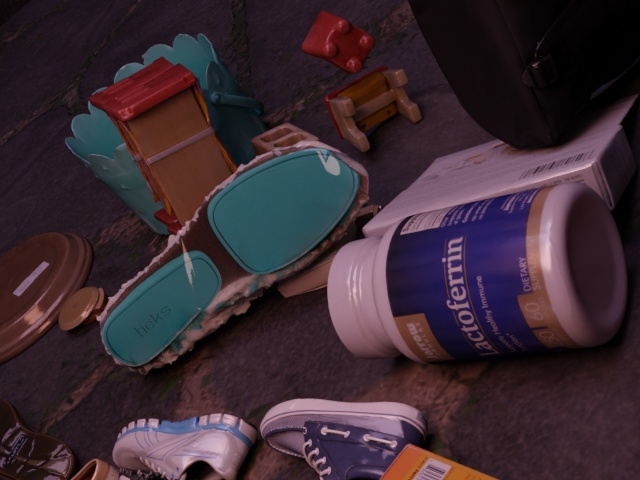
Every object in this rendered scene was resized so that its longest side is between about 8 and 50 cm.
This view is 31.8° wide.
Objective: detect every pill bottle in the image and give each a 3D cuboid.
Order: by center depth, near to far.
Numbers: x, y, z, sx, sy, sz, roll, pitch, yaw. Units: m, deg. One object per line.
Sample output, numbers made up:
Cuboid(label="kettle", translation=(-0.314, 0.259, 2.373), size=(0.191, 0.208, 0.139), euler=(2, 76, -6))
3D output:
Cuboid(label="pill bottle", translation=(0.146, 0.040, 1.087), size=(0.264, 0.153, 0.153), euler=(-12, 40, 37))

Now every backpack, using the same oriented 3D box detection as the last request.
Cuboid(label="backpack", translation=(0.268, -0.302, 1.283), size=(0.355, 0.290, 0.273), euler=(-35, 16, -20))

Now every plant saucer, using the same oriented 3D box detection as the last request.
Cuboid(label="plant saucer", translation=(-0.479, 0.084, 1.772), size=(0.277, 0.041, 0.278), euler=(-26, 33, 18))

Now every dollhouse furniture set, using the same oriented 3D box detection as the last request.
Cuboid(label="dollhouse furniture set", translation=(-0.082, -0.177, 1.479), size=(0.374, 0.201, 0.152), euler=(-30, 25, -13))

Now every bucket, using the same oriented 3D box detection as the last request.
Cuboid(label="bucket", translation=(-0.217, -0.156, 1.675), size=(0.281, 0.183, 0.281), euler=(-26, 34, 19))

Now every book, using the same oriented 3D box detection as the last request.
Cuboid(label="book", translation=(0.000, 0.000, 1.402), size=(0.096, 0.035, 0.144), euler=(-22, 35, 30))

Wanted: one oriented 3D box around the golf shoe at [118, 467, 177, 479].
Cuboid(label="golf shoe", translation=(-0.149, 0.294, 1.116), size=(0.198, 0.077, 0.094), euler=(24, 88, 43))

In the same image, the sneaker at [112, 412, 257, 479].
Cuboid(label="sneaker", translation=(-0.160, 0.241, 1.225), size=(0.190, 0.071, 0.083), euler=(-15, 44, 33))

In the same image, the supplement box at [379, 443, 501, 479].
Cuboid(label="supplement box", translation=(0.143, 0.243, 0.905), size=(0.080, 0.078, 0.233), euler=(-47, 33, -20))

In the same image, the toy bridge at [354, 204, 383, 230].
Cuboid(label="toy bridge", translation=(0.059, 0.022, 1.318), size=(0.063, 0.026, 0.188), euler=(-17, 37, 27))

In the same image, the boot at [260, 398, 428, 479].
Cuboid(label="boot", translation=(0.009, 0.206, 1.092), size=(0.190, 0.069, 0.086), euler=(-10, 39, 35))

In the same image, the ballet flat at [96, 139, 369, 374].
Cuboid(label="ballet flat", translation=(-0.106, 0.011, 1.377), size=(0.409, 0.147, 0.147), euler=(-36, 31, 18))

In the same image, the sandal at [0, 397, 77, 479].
Cuboid(label="sandal", translation=(-0.379, 0.267, 1.428), size=(0.219, 0.060, 0.090), euler=(15, 64, 36))

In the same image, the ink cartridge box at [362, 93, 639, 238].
Cuboid(label="ink cartridge box", translation=(0.212, -0.065, 1.247), size=(0.275, 0.060, 0.239), euler=(-16, 13, 32))

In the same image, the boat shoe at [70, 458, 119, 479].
Cuboid(label="boat shoe", translation=(-0.300, 0.312, 1.280), size=(0.170, 0.059, 0.063), euler=(-42, 32, -6))

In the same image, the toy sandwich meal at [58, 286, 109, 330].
Cuboid(label="toy sandwich meal", translation=(-0.341, 0.101, 1.623), size=(0.085, 0.029, 0.086), euler=(-29, 35, 23))
